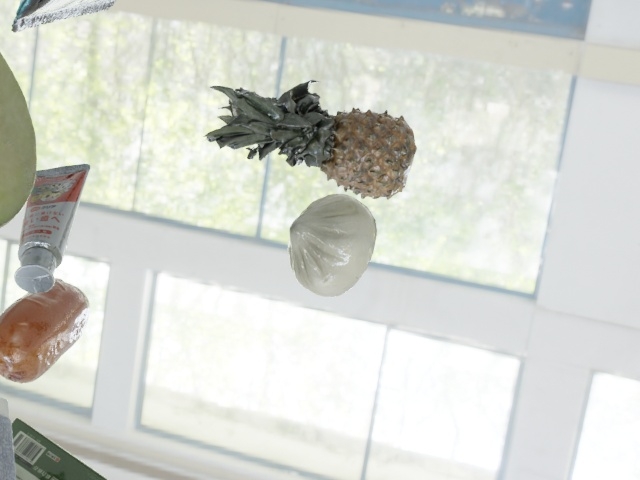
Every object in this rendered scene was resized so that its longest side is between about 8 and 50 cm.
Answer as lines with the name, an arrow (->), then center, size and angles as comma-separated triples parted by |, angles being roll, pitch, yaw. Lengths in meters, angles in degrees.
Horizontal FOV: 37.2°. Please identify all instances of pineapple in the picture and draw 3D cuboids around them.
pineapple -> -0.020, -0.181, 1.575 | 0.364, 0.166, 0.165 | 17, -174, -19

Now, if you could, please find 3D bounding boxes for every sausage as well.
sausage -> -0.486, 0.150, 1.651 | 0.133, 0.133, 0.258 | 11, -156, 12

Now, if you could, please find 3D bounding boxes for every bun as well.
bun -> 0.000, 0.000, 1.233 | 0.094, 0.138, 0.138 | 20, -179, -33

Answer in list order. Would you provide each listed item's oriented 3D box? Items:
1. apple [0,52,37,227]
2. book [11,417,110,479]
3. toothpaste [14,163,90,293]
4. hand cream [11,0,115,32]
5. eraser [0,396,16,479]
apple -> -0.395, -0.078, 0.691 | 0.360, 0.311, 0.320 | 50, 178, -34
book -> -0.462, 0.421, 1.413 | 0.202, 0.264, 0.027 | 30, 154, 14
toothpaste -> -0.371, -0.026, 1.300 | 0.089, 0.057, 0.234 | -7, -139, 2
hand cream -> -0.068, -0.219, 0.495 | 0.061, 0.270, 0.120 | 38, -156, -2
eraser -> -0.436, 0.294, 1.220 | 0.046, 0.213, 0.092 | -26, 145, 12
